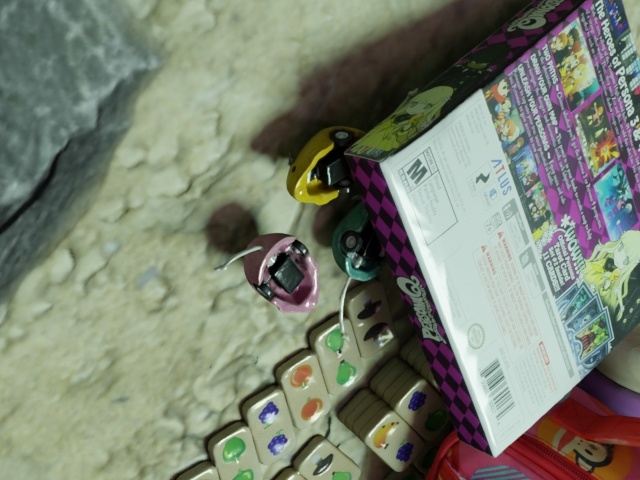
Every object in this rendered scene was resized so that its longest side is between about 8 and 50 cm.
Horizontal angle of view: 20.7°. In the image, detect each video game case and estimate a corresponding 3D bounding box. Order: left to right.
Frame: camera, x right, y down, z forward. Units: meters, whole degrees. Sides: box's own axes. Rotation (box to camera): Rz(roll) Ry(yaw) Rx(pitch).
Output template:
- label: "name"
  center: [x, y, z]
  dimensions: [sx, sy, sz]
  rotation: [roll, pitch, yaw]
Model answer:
- label: "video game case"
  center: [0.133, -0.017, 1.090]
  dimensions: [0.210, 0.042, 0.232]
  rotation: [-40, 125, -24]

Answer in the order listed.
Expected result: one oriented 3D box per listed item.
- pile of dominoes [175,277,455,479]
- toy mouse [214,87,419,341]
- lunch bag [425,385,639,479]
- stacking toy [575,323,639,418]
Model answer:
- label: "pile of dominoes"
  center: [0.004, 0.163, 1.167]
  dimensions: [0.251, 0.040, 0.196]
  rotation: [-47, 137, -3]
- label: "toy mouse"
  center: [0.000, 0.000, 1.049]
  dimensions: [0.161, 0.031, 0.143]
  rotation: [-35, 135, -28]
- label: "lunch bag"
  center: [0.201, 0.231, 1.171]
  dimensions: [0.120, 0.293, 0.258]
  rotation: [-33, 150, -46]
- label: "stacking toy"
  center: [0.213, 0.179, 1.292]
  dimensions: [0.141, 0.141, 0.330]
  rotation: [-14, 131, -32]
